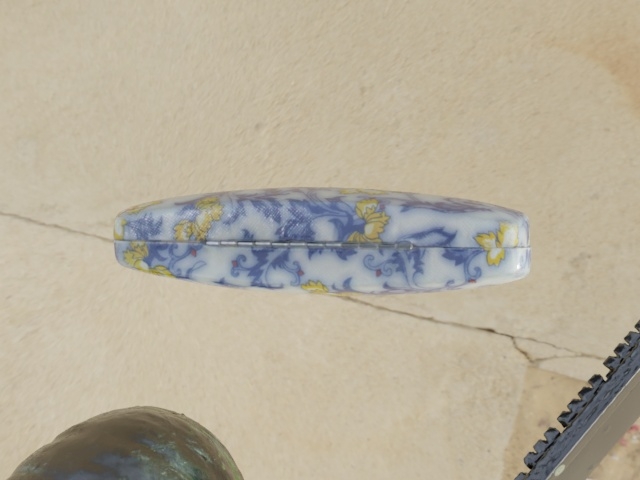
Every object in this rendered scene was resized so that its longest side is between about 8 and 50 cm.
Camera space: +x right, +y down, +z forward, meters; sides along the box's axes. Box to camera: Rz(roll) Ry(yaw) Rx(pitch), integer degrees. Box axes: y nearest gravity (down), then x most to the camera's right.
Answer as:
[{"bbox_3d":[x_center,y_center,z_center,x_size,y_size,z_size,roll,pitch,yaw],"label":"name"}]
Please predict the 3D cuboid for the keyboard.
[{"bbox_3d":[0.190,0.099,0.547,0.231,0.023,0.072,-51,140,4],"label":"keyboard"}]

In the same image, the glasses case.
[{"bbox_3d":[0.000,0.000,0.522,0.248,0.087,0.065,1,96,12],"label":"glasses case"}]

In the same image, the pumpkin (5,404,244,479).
[{"bbox_3d":[-0.182,0.304,0.781,0.239,0.315,0.315,24,84,8],"label":"pumpkin"}]
